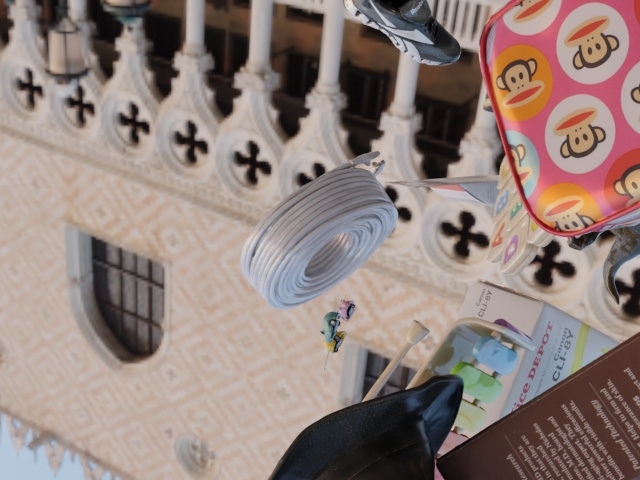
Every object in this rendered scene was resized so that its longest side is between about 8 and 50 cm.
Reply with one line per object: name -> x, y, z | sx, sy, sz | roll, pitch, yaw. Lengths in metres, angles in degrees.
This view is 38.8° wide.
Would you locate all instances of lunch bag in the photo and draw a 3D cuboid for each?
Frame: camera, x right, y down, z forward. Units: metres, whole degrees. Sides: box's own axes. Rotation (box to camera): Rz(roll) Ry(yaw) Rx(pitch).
lunch bag -> 0.274, -0.158, 0.736 | 0.293, 0.258, 0.120 | -24, 168, 41

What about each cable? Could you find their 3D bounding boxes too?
cable -> 0.000, 0.000, 1.402 | 0.257, 0.257, 0.089 | -26, -116, -27

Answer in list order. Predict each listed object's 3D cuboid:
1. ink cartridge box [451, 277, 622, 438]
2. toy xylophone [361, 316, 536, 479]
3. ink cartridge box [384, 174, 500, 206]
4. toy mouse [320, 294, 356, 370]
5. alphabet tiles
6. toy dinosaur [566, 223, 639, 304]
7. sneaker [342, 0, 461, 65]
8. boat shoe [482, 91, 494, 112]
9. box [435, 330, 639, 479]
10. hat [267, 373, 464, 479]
ink cartridge box -> 0.394, 0.267, 1.669 | 0.385, 0.279, 0.160 | 26, 175, -42
toy xylophone -> 0.168, 0.241, 1.335 | 0.236, 0.322, 0.081 | 19, -167, -46
ink cartridge box -> 0.251, -0.087, 1.651 | 0.225, 0.056, 0.181 | -7, -173, -14
toy mouse -> 0.033, 0.159, 1.835 | 0.031, 0.143, 0.161 | 20, -136, 20
alphabet tiles -> 0.259, -0.105, 1.058 | 0.021, 0.278, 0.284 | 18, -122, -6
toy dinosaur -> 0.396, -0.067, 1.184 | 0.160, 0.313, 0.121 | -10, -178, 11
sneaker -> 0.156, -0.379, 1.555 | 0.234, 0.078, 0.106 | 29, 158, -18
boat shoe -> 0.284, -0.217, 1.263 | 0.056, 0.049, 0.152 | 5, 170, -37
box -> 0.341, 0.204, 1.052 | 0.143, 0.381, 0.191 | 60, -157, 15
hat -> 0.068, 0.306, 1.057 | 0.331, 0.331, 0.134 | -13, -128, -30
